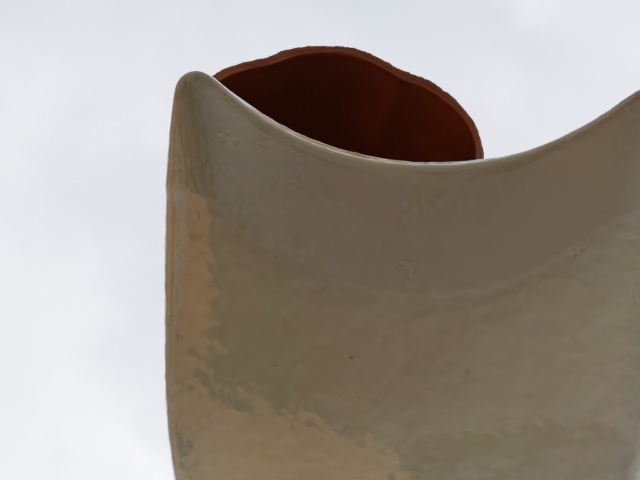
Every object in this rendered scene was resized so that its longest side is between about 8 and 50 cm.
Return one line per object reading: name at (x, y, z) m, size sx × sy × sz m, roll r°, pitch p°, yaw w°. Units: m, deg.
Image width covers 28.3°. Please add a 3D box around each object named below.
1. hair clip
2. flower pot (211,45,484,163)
hair clip at (0.029, 0.084, 0.478) m, size 0.173 × 0.282 × 0.113 m, roll 3°, pitch -139°, yaw 3°
flower pot at (0.000, 0.000, 0.803) m, size 0.191 × 0.173 × 0.190 m, roll 5°, pitch -130°, yaw -6°
